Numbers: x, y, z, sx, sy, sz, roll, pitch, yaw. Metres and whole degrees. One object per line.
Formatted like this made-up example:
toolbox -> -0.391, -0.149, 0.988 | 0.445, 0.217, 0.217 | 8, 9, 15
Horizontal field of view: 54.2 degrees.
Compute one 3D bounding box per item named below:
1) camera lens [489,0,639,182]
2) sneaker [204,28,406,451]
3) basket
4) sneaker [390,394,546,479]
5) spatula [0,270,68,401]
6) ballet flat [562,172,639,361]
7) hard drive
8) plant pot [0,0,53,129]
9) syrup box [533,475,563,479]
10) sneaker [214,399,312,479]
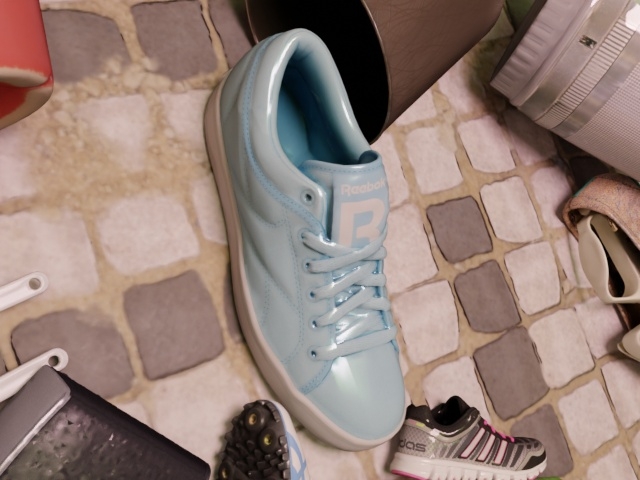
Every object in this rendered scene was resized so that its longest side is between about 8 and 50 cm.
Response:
camera lens -> 0.360, -0.193, 0.694 | 0.274, 0.219, 0.219 | 30, 63, 3
sneaker -> 0.000, 0.000, 0.520 | 0.135, 0.150, 0.366 | -19, 86, -30
basket -> 0.069, -0.227, 0.624 | 0.227, 0.154, 0.204 | -35, 96, -34
sneaker -> 0.146, 0.187, 0.596 | 0.170, 0.063, 0.075 | 7, 79, -21
spatula -> -0.269, 0.132, 0.408 | 0.242, 0.019, 0.168 | -28, 99, -36
ballet flat -> 0.380, 0.073, 0.736 | 0.106, 0.107, 0.316 | -21, 77, -26
hard drive -> -0.189, 0.230, 0.404 | 0.172, 0.054, 0.255 | 41, 62, -22
plant pot -> -0.295, -0.180, 0.366 | 0.275, 0.275, 0.243 | -23, 97, -31
syrup box -> 0.149, 0.273, 0.545 | 0.236, 0.093, 0.096 | 9, 90, -26
sneaker -> -0.020, 0.243, 0.493 | 0.086, 0.085, 0.237 | 2, 70, -54
